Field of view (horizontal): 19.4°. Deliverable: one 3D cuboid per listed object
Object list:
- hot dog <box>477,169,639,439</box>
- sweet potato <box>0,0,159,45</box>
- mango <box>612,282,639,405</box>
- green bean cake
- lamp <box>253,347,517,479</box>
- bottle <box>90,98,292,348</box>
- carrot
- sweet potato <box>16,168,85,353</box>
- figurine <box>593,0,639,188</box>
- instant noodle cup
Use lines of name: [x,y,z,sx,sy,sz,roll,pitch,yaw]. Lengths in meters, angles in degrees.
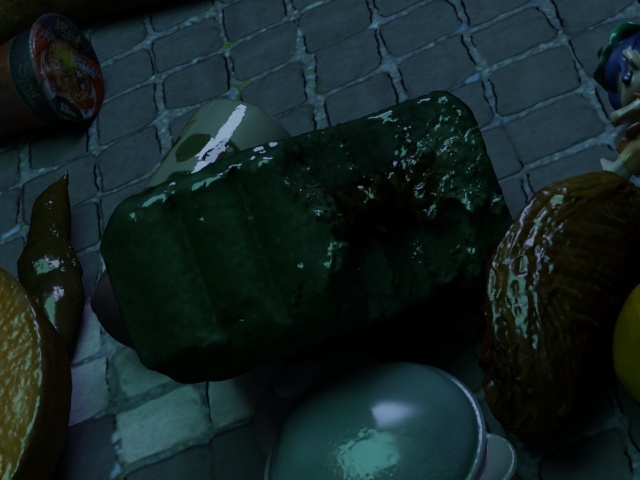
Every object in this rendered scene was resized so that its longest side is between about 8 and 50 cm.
hot dog: [0.184,0.050,1.436,0.099,0.160,0.227,14,47,22]
sweet potato: [-0.260,-0.303,2.194,0.341,0.092,0.114,-16,64,18]
mango: [0.305,0.091,1.348,0.147,0.109,0.227,-20,30,-28]
green bean cake: [0.000,0.000,1.498,0.300,0.169,0.308,-22,-3,6]
lamp: [0.031,0.156,1.449,0.179,0.108,0.246,-33,36,-13]
bottle: [-0.122,-0.009,1.732,0.120,0.120,0.253,3,47,36]
carrot: [-0.333,0.170,1.663,0.258,0.100,0.307,-19,53,23]
sweet potato: [-0.263,0.026,1.829,0.067,0.067,0.274,-21,41,11]
figurine: [0.297,-0.117,1.614,0.102,0.111,0.195,-31,36,27]
instant noodle cup: [-0.329,-0.171,2.068,0.136,0.127,0.127,-19,37,28]
